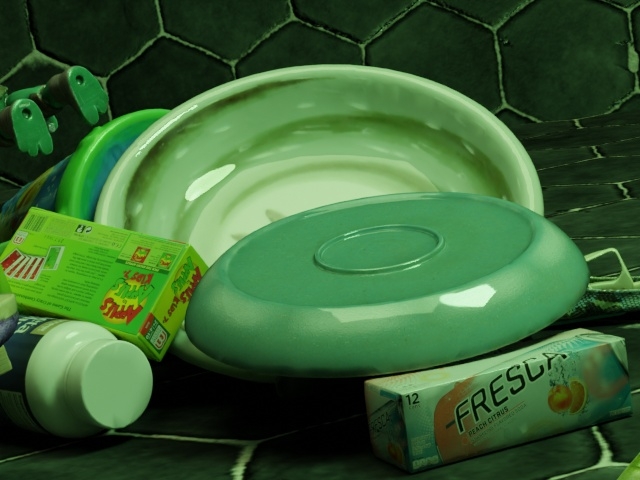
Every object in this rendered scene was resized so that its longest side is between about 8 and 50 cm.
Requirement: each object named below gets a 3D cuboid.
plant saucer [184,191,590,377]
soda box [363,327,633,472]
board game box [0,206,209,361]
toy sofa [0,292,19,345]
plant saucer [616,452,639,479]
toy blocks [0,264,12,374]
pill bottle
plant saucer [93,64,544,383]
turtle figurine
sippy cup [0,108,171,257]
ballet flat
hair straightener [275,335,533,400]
[{"bbox_3d":[0.048,0.022,1.344,0.318,0.043,0.317,-8,20,3],"label":"plant saucer"},{"bbox_3d":[0.125,0.110,1.216,0.183,0.058,0.063,-12,10,-22],"label":"soda box"},{"bbox_3d":[-0.191,0.035,1.456,0.181,0.043,0.092,12,63,34],"label":"board game box"},{"bbox_3d":[-0.270,0.144,1.041,0.177,0.150,0.362,-11,9,-3],"label":"toy sofa"},{"bbox_3d":[0.259,0.132,0.997,0.188,0.045,0.188,-3,10,26],"label":"plant saucer"},{"bbox_3d":[-0.429,0.118,1.355,0.261,0.190,0.381,-26,7,-36],"label":"toy blocks"},{"bbox_3d":[-0.213,0.109,1.395,0.094,0.094,0.169,-16,12,-42],"label":"pill bottle"},{"bbox_3d":[0.000,0.000,1.565,0.401,0.100,0.400,-3,45,3],"label":"plant saucer"},{"bbox_3d":[-0.315,-0.099,1.670,0.234,0.118,0.175,-16,35,48],"label":"turtle figurine"},{"bbox_3d":[-0.208,0.004,1.725,0.305,0.240,0.224,30,-27,-33],"label":"sippy cup"},{"bbox_3d":[0.278,0.037,1.530,0.188,0.070,0.070,-7,9,7],"label":"ballet flat"},{"bbox_3d":[0.076,0.105,1.363,0.230,0.047,0.089,-1,42,-11],"label":"hair straightener"}]
